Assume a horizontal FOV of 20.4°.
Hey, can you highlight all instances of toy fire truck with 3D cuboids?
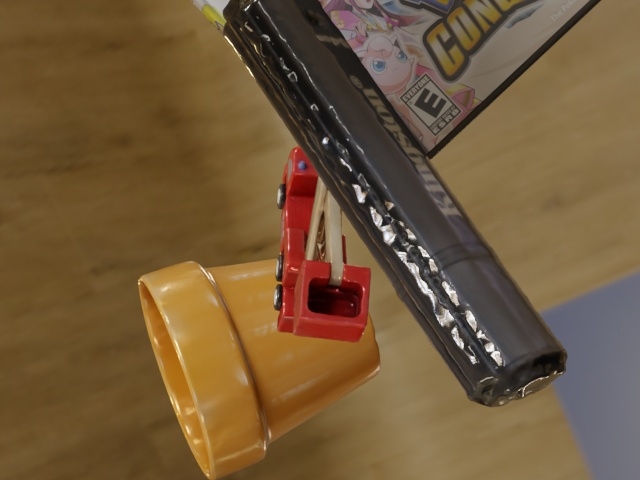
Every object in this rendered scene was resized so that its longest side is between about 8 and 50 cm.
[{"bbox_3d":[0.000,0.000,1.254,0.135,0.047,0.192,110,164,-59],"label":"toy fire truck"}]

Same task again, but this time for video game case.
[{"bbox_3d":[0.055,-0.206,1.155,0.248,0.275,0.035,47,173,-1],"label":"video game case"}]

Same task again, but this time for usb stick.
[{"bbox_3d":[0.039,-0.029,0.975,0.077,0.045,0.278,-9,-120,-50],"label":"usb stick"}]

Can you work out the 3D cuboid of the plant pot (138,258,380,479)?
[{"bbox_3d":[-0.052,0.101,1.700,0.205,0.188,0.205,161,90,-78],"label":"plant pot"}]
